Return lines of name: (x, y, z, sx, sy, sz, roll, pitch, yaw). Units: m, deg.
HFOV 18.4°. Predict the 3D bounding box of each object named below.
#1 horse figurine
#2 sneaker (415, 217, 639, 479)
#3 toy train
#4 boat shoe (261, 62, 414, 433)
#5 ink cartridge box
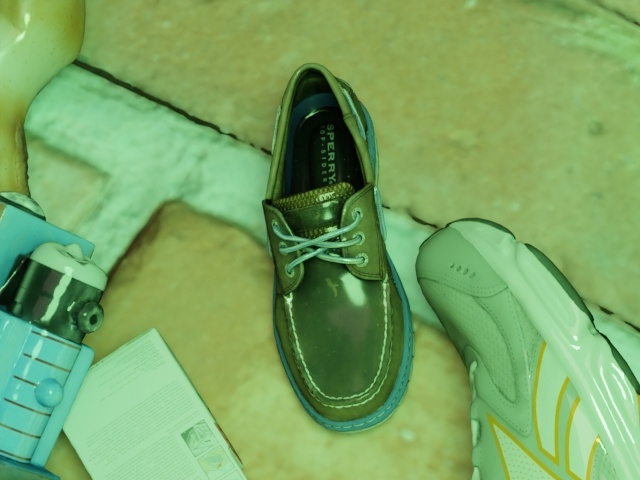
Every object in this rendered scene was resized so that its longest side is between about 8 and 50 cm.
horse figurine: (-0.188, -0.093, 1.029, 0.174, 0.066, 0.263, 13, 69, 26)
sneaker: (0.093, 0.106, 0.836, 0.121, 0.099, 0.262, -33, 59, 1)
toy train: (-0.159, 0.069, 0.907, 0.105, 0.080, 0.184, 22, 85, 38)
boat shoe: (0.000, 0.000, 0.929, 0.066, 0.066, 0.183, -14, 60, 7)
ink cartridge box: (-0.073, 0.103, 0.916, 0.063, 0.029, 0.115, -33, 61, -4)
